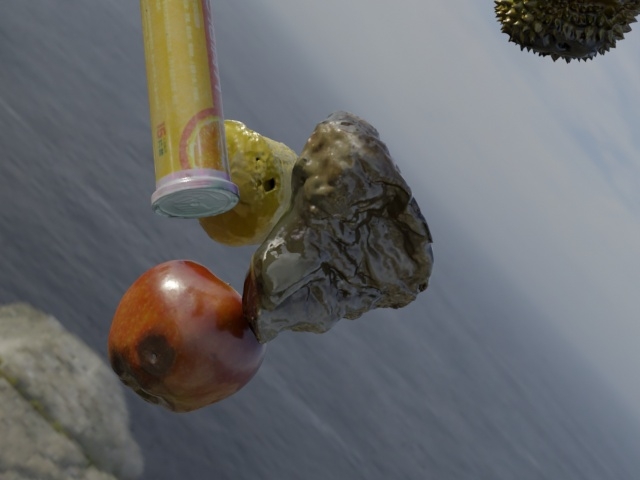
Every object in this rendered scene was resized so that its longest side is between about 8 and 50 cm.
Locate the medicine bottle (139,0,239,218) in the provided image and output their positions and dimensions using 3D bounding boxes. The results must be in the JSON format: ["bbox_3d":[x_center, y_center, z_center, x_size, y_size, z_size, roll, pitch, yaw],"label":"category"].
[{"bbox_3d":[-0.178,-0.245,1.514,0.108,0.108,0.426,32,47,-66],"label":"medicine bottle"}]

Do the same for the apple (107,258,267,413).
[{"bbox_3d":[-0.199,0.150,1.780,0.230,0.230,0.230,46,7,-7],"label":"apple"}]

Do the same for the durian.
[{"bbox_3d":[0.308,-0.285,1.440,0.193,0.138,0.237,16,-5,-5],"label":"durian"}]

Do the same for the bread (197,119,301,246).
[{"bbox_3d":[-0.116,-0.087,1.911,0.197,0.197,0.170,50,25,24],"label":"bread"}]

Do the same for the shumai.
[{"bbox_3d":[-0.003,0.001,1.703,0.217,0.283,0.346,59,-5,40],"label":"shumai"}]
